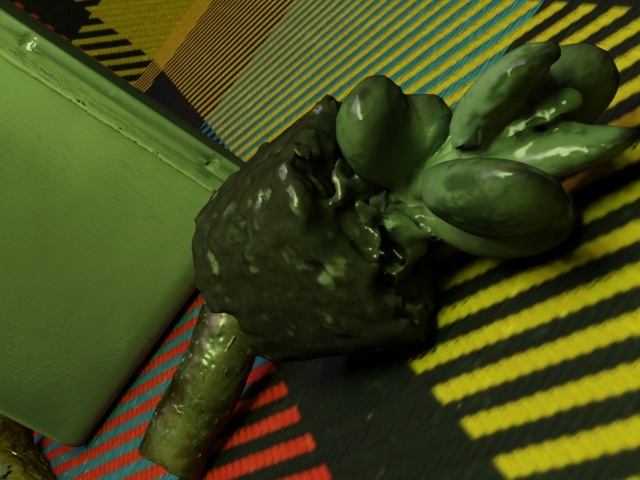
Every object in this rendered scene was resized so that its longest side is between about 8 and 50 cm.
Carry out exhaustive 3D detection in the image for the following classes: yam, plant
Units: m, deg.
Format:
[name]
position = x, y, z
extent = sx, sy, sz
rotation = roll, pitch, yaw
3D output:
[yam]
position = -0.066, 0.063, 0.711
extent = 0.253, 0.061, 0.061
rotation = -66, 21, 5
[plant]
position = 0.046, -0.028, 0.553
extent = 0.274, 0.149, 0.146
rotation = -27, 34, 45

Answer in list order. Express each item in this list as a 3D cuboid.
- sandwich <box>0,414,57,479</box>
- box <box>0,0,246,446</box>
[sandwich]
position = -0.382, 0.310, 1.026
extent = 0.226, 0.087, 0.251
rotation = -58, 21, -7
[box]
position = -0.294, -0.020, 0.979
extent = 0.344, 0.352, 0.177
rotation = -55, 21, 2
